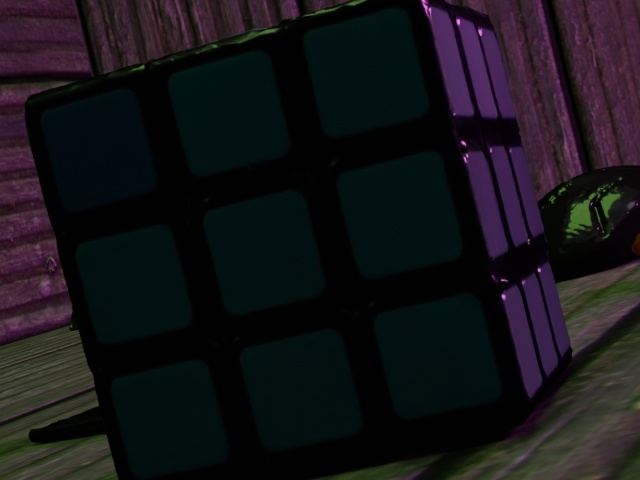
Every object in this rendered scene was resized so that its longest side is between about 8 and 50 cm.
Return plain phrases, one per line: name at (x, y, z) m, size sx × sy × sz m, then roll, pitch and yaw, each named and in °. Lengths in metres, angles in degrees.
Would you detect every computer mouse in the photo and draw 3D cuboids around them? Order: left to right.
computer mouse at (0.232, -0.022, 1.216) m, size 0.122 × 0.073 × 0.217 m, roll -14°, pitch 0°, yaw 44°

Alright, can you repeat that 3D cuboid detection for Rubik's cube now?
Rubik's cube at (0.000, 0.000, 0.617) m, size 0.162 × 0.160 × 0.163 m, roll -14°, pitch 0°, yaw 16°

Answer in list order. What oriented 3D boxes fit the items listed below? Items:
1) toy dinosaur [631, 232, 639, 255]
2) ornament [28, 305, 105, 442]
toy dinosaur at (0.322, -0.037, 0.931) m, size 0.288 × 0.070 × 0.117 m, roll -20°, pitch 10°, yaw 24°
ornament at (-0.100, 0.004, 0.924) m, size 0.166 × 0.196 × 0.153 m, roll -15°, pitch 0°, yaw 34°
